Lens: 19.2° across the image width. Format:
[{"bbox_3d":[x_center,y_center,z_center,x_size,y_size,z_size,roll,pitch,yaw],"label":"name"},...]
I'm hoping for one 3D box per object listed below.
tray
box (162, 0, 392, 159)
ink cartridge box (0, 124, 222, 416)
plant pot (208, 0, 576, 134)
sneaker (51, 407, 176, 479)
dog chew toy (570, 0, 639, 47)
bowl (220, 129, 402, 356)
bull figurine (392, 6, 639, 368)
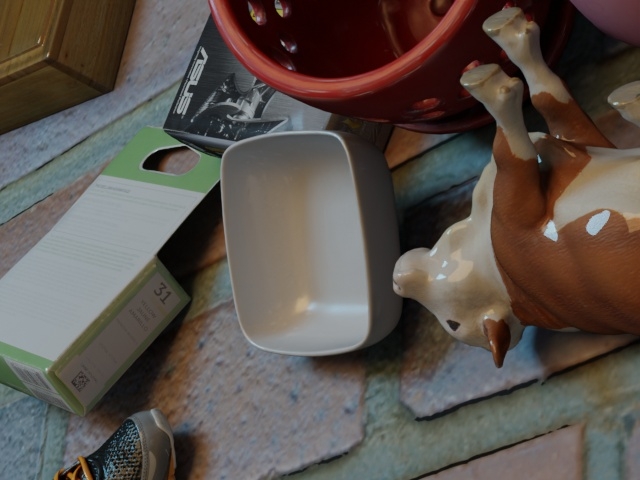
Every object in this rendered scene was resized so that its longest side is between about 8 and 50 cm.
[{"bbox_3d":[-0.228,-0.309,1.711,0.203,0.076,0.411,-14,58,48],"label":"tray"},{"bbox_3d":[0.001,-0.161,1.317,0.183,0.056,0.231,14,79,51],"label":"box"},{"bbox_3d":[-0.154,0.016,1.418,0.235,0.056,0.171,-47,30,-21],"label":"ink cartridge box"},{"bbox_3d":[0.053,-0.156,1.123,0.191,0.174,0.191,-7,75,28],"label":"plant pot"},{"bbox_3d":[-0.177,0.199,1.298,0.215,0.083,0.084,-52,34,14],"label":"sneaker"},{"bbox_3d":[0.249,-0.244,0.945,0.332,0.206,0.206,-38,41,21],"label":"dog chew toy"},{"bbox_3d":[0.000,0.000,1.191,0.142,0.053,0.142,-3,94,50],"label":"bowl"},{"bbox_3d":[0.151,-0.014,0.954,0.310,0.188,0.101,6,39,46],"label":"bull figurine"}]
